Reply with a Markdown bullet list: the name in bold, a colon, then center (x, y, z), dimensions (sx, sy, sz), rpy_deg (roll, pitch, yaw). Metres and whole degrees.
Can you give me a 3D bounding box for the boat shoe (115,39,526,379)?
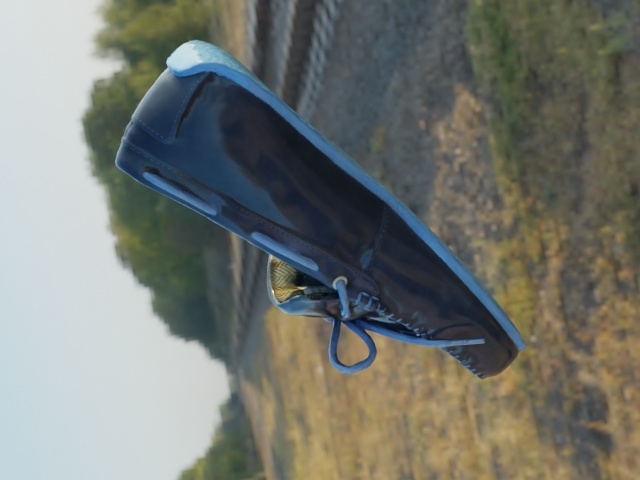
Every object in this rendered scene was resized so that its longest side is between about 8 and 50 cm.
- **boat shoe**: center (0.000, 0.000, 0.756), dimensions (0.258, 0.089, 0.109), rpy_deg (40, -176, -20)
